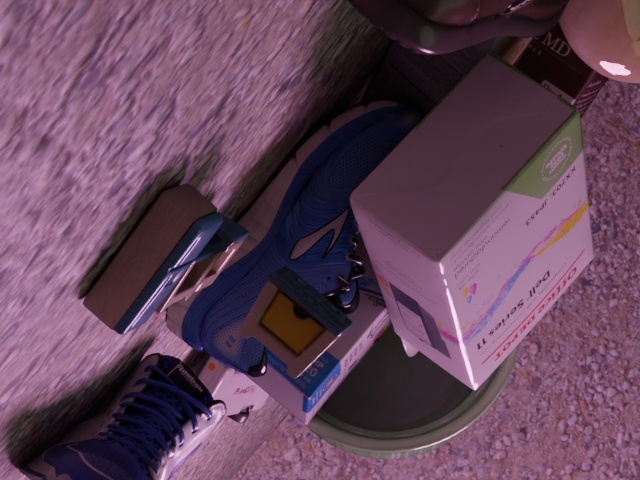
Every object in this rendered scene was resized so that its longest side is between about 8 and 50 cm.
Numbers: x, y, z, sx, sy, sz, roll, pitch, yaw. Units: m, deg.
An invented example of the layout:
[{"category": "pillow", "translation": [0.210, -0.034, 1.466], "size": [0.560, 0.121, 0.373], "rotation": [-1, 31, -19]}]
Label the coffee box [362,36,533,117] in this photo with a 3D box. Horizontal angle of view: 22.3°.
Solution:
[{"category": "coffee box", "translation": [0.146, -0.205, 1.641], "size": [0.141, 0.098, 0.246], "rotation": [-43, 169, -29]}]

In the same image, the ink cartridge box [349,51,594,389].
[{"category": "ink cartridge box", "translation": [0.164, 0.006, 1.615], "size": [0.207, 0.119, 0.353], "rotation": [-46, 152, -14]}]

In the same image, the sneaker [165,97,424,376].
[{"category": "sneaker", "translation": [0.000, 0.000, 1.622], "size": [0.330, 0.147, 0.130], "rotation": [-50, 172, -6]}]

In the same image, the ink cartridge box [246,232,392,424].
[{"category": "ink cartridge box", "translation": [-0.001, 0.048, 1.754], "size": [0.232, 0.168, 0.171], "rotation": [-49, 171, -13]}]

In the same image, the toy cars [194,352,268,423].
[{"category": "toy cars", "translation": [-0.057, 0.111, 2.087], "size": [0.394, 0.087, 0.176], "rotation": [-40, 156, -35]}]

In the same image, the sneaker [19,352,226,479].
[{"category": "sneaker", "translation": [-0.191, 0.196, 1.633], "size": [0.182, 0.127, 0.315], "rotation": [-53, 180, -7]}]

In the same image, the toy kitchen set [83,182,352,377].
[{"category": "toy kitchen set", "translation": [-0.065, 0.040, 1.366], "size": [0.122, 0.166, 0.207], "rotation": [-52, 172, 19]}]

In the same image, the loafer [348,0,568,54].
[{"category": "loafer", "translation": [0.154, -0.247, 1.356], "size": [0.130, 0.134, 0.366], "rotation": [-54, 171, 30]}]

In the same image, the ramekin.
[{"category": "ramekin", "translation": [0.078, 0.112, 1.902], "size": [0.303, 0.303, 0.148], "rotation": [-48, 166, -13]}]

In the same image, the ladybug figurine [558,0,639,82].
[{"category": "ladybug figurine", "translation": [0.392, -0.383, 1.699], "size": [0.449, 0.305, 0.162], "rotation": [-56, -145, 12]}]

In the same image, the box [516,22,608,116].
[{"category": "box", "translation": [0.223, -0.183, 1.891], "size": [0.203, 0.168, 0.167], "rotation": [-58, 169, 19]}]
